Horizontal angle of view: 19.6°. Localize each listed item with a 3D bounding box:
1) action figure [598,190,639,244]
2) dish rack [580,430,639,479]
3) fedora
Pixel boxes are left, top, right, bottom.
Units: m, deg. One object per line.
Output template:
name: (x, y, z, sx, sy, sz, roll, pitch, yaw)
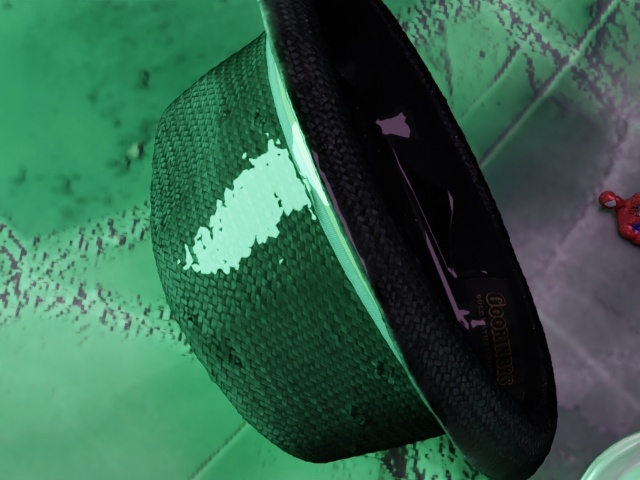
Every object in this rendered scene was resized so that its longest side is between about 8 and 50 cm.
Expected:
action figure: (0.227, -0.005, 1.155, 0.115, 0.030, 0.038, 22, 72, 5)
dish rack: (0.257, 0.266, 0.929, 0.286, 0.072, 0.332, 4, 102, -6)
fedora: (0.000, 0.000, 1.033, 0.153, 0.334, 0.334, -27, 70, 16)
